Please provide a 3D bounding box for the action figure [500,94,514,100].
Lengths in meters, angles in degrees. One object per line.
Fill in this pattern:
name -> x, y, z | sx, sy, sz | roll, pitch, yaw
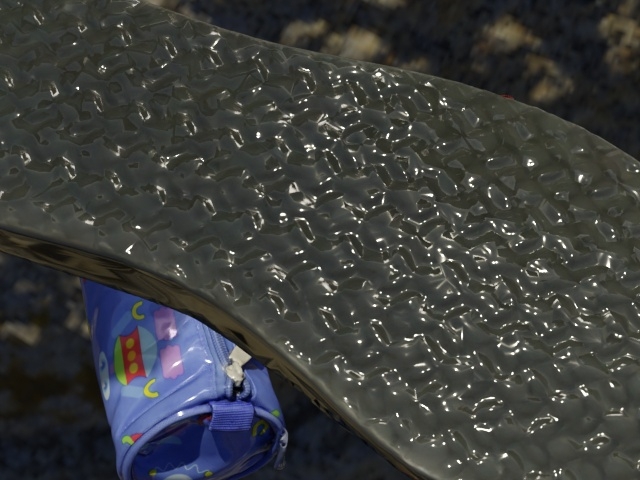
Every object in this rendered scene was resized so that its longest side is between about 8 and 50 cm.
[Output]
action figure -> 0.123, 0.026, 1.040 | 0.091, 0.139, 0.280 | -4, 124, 27

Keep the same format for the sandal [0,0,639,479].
sandal -> 0.000, -0.003, 0.823 | 0.445, 0.167, 0.107 | 26, 166, 20

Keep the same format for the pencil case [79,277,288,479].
pencil case -> -0.115, 0.039, 1.346 | 0.119, 0.306, 0.133 | 10, 139, -36
